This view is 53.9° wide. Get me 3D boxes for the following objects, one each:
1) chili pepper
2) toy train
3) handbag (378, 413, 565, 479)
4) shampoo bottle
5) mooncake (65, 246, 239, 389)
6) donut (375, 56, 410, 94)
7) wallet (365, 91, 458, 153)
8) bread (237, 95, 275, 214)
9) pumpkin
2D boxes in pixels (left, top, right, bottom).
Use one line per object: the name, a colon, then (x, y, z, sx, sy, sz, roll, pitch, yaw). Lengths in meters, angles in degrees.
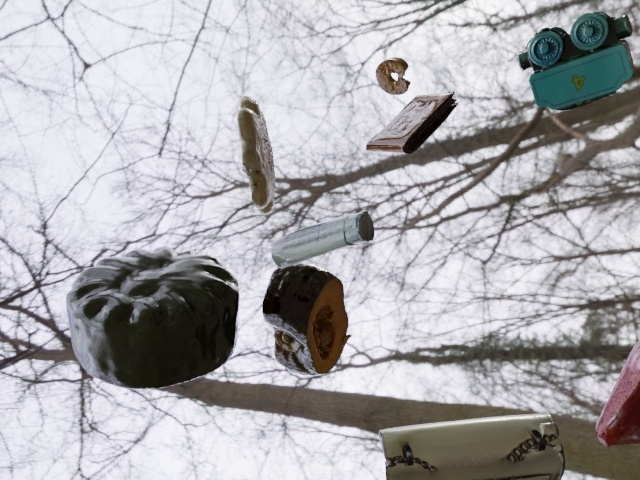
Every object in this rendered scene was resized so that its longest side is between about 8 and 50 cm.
chili pepper: (0.523, 0.221, 0.961, 0.252, 0.136, 0.144, -53, -35, 7)
toy train: (0.464, -0.324, 1.140, 0.107, 0.198, 0.154, -36, -72, -55)
handbag: (0.313, 0.468, 1.350, 0.236, 0.359, 0.160, 76, -172, -57)
shampoo bottle: (0.000, 0.000, 1.125, 0.049, 0.213, 0.072, 46, -133, -30)
mooncake: (-0.350, 0.150, 1.347, 0.357, 0.356, 0.194, -16, -61, -42)
donut: (0.201, -0.453, 1.722, 0.043, 0.097, 0.108, -53, -32, -39)
wallet: (0.216, -0.270, 1.472, 0.195, 0.161, 0.042, -46, -65, -14)
bread: (-0.158, -0.215, 1.601, 0.316, 0.054, 0.315, -9, -90, -86)
pumpkin: (-0.024, 0.178, 1.524, 0.221, 0.139, 0.317, -54, -35, -36)
